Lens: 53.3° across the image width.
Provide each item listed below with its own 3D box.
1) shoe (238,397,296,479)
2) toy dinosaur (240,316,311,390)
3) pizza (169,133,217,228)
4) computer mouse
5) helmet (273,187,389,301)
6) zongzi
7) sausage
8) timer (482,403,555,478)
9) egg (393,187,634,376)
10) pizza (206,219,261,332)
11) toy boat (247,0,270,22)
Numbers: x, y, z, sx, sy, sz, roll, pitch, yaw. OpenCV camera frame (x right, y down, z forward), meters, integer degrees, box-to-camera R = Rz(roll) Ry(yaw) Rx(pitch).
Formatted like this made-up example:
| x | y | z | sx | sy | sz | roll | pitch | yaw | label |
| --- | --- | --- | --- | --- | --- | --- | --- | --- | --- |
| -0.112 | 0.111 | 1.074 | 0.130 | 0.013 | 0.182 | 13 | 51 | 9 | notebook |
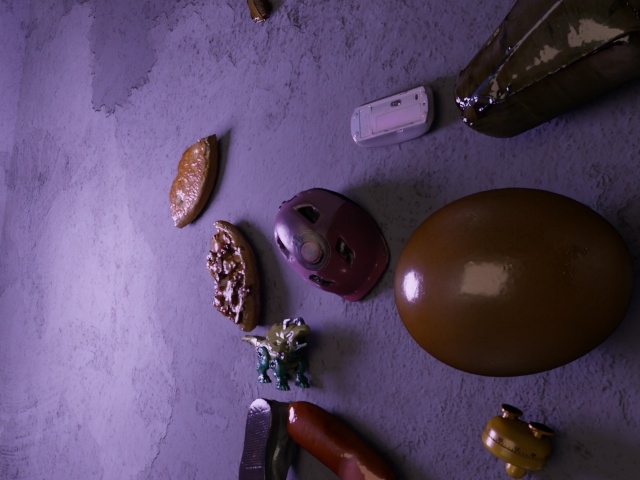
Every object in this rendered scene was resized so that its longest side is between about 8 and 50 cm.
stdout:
| x | y | z | sx | sy | sz | roll | pitch | yaw | label |
| --- | --- | --- | --- | --- | --- | --- | --- | --- | --- |
| -0.106 | 0.477 | 1.393 | 0.103 | 0.098 | 0.274 | 14 | 97 | 50 | shoe |
| -0.104 | 0.253 | 1.425 | 0.259 | 0.094 | 0.153 | -13 | 77 | 49 | toy dinosaur |
| -0.338 | -0.158 | 1.701 | 0.134 | 0.056 | 0.270 | 22 | 102 | 40 | pizza |
| 0.145 | -0.245 | 1.272 | 0.199 | 0.045 | 0.102 | -11 | 78 | 42 | computer mouse |
| 0.000 | 0.000 | 1.314 | 0.198 | 0.154 | 0.253 | -55 | 49 | 22 | helmet |
| 0.342 | -0.371 | 1.026 | 0.323 | 0.160 | 0.360 | -22 | 71 | 38 | zongzi |
| 0.043 | 0.418 | 1.272 | 0.300 | 0.083 | 0.089 | 30 | 99 | 37 | sausage |
| 0.310 | 0.332 | 1.019 | 0.107 | 0.107 | 0.109 | 25 | 99 | 41 | timer |
| 0.277 | 0.062 | 0.956 | 0.351 | 0.283 | 0.282 | -9 | 79 | 41 | egg |
| -0.218 | 0.086 | 1.544 | 0.161 | 0.086 | 0.305 | -39 | 59 | 34 | pizza |
| -0.156 | -0.612 | 1.589 | 0.049 | 0.047 | 0.149 | -18 | 76 | 26 | toy boat |
